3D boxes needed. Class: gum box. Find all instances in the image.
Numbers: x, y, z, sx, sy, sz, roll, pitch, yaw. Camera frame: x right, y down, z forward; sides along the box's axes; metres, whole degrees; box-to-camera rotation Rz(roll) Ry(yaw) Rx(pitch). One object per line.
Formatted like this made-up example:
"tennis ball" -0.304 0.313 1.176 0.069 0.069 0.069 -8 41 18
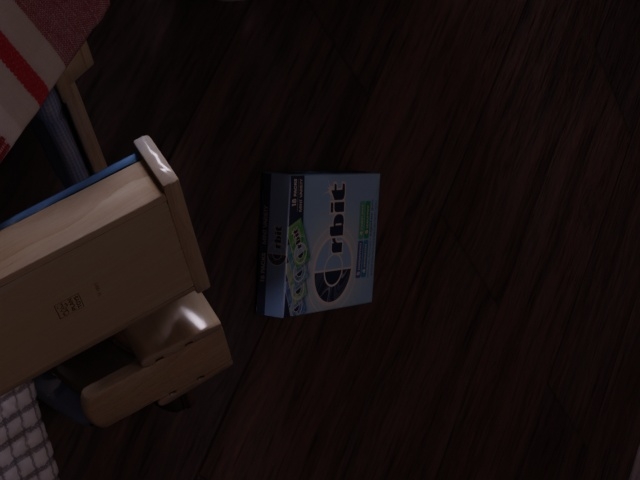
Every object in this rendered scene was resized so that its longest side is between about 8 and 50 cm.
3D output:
"gum box" 0.000 0.000 1.441 0.184 0.041 0.157 -4 100 -55

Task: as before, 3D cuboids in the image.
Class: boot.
"boot" -0.199 0.125 1.161 0.106 0.082 0.219 -47 141 -11

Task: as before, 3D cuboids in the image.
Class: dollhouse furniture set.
"dollhouse furniture set" -0.241 -0.034 0.978 0.198 0.303 0.286 -28 148 -13

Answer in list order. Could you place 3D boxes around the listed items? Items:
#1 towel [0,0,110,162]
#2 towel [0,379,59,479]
"towel" -0.273 -0.099 0.735 0.329 0.037 0.237 -60 139 -22
"towel" -0.320 0.215 0.932 0.283 0.121 0.235 -35 117 -54
